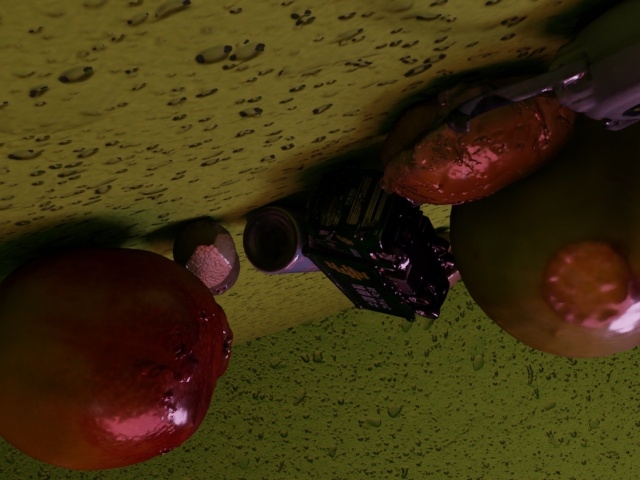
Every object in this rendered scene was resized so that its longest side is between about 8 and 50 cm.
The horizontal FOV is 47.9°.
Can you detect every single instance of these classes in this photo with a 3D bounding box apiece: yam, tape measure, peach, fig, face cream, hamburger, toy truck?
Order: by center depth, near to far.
[{"bbox_3d":[0.189,-0.126,0.456,0.330,0.084,0.164,-9,165,-46],"label":"tape measure"},{"bbox_3d":[0.124,-0.082,0.585,0.176,0.087,0.102,-18,172,12],"label":"hamburger"},{"bbox_3d":[-0.203,0.106,0.679,0.231,0.231,0.231,-17,170,-3],"label":"peach"},{"bbox_3d":[0.256,-0.005,0.708,0.258,0.258,0.326,-20,-178,15],"label":"fig"},{"bbox_3d":[0.065,0.010,0.770,0.121,0.088,0.259,12,162,26],"label":"toy truck"},{"bbox_3d":[-0.122,0.024,0.788,0.070,0.069,0.146,-17,172,-7],"label":"yam"},{"bbox_3d":[0.000,0.000,0.859,0.075,0.075,0.229,-23,170,26],"label":"face cream"}]

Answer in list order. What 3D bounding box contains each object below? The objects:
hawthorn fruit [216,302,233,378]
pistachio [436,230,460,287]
[{"bbox_3d":[-0.253,0.170,1.211,0.203,0.162,0.162,-1,172,8],"label":"hawthorn fruit"},{"bbox_3d":[0.189,0.060,1.400,0.223,0.126,0.152,-34,-164,43],"label":"pistachio"}]
